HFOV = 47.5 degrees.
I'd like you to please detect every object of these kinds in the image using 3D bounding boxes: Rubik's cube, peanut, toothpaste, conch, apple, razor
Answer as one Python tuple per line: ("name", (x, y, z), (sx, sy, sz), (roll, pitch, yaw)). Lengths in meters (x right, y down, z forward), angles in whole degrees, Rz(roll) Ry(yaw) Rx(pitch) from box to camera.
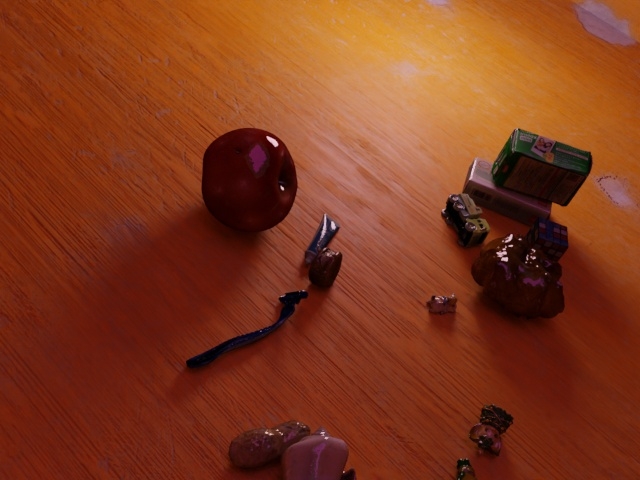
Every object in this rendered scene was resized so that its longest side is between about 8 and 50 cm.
("Rubik's cube", (0.644, 0.005, 2.082), (0.092, 0.092, 0.092), (19, 45, -1))
("peanut", (-0.098, 0.402, 1.446), (0.175, 0.080, 0.080), (-11, 52, -27))
("toothpaste", (0.000, 0.000, 1.902), (0.057, 0.035, 0.197), (37, 43, -6))
("conch", (-0.025, 0.479, 1.386), (0.127, 0.158, 0.255), (-3, 52, 39))
("apple", (-0.181, -0.154, 1.830), (0.217, 0.260, 0.260), (2, 42, 16))
("razor", (-0.161, 0.209, 1.634), (0.324, 0.093, 0.056), (-31, 99, -35))

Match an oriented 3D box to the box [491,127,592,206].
("box", (0.640, -0.208, 2.113), (0.250, 0.180, 0.103), (18, 56, 0))

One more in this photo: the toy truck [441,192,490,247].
("toy truck", (0.423, -0.062, 2.080), (0.100, 0.077, 0.168), (-5, 49, -22))

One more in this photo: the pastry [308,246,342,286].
("pastry", (0.013, 0.066, 1.797), (0.057, 0.097, 0.109), (22, 6, 15))

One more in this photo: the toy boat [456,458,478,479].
("toy boat", (0.274, 0.534, 1.464), (0.088, 0.088, 0.229), (0, 31, 38))

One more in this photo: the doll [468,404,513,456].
("doll", (0.373, 0.425, 1.621), (0.078, 0.076, 0.113), (34, 78, 2))

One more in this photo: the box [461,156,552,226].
("box", (0.570, -0.145, 2.210), (0.270, 0.079, 0.135), (23, 45, 3))

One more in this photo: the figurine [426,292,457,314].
("figurine", (0.315, 0.158, 1.850), (0.083, 0.050, 0.047), (0, 53, -19))

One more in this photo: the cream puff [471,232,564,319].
("cream puff", (0.526, 0.101, 1.914), (0.269, 0.154, 0.241), (34, 41, 23))
